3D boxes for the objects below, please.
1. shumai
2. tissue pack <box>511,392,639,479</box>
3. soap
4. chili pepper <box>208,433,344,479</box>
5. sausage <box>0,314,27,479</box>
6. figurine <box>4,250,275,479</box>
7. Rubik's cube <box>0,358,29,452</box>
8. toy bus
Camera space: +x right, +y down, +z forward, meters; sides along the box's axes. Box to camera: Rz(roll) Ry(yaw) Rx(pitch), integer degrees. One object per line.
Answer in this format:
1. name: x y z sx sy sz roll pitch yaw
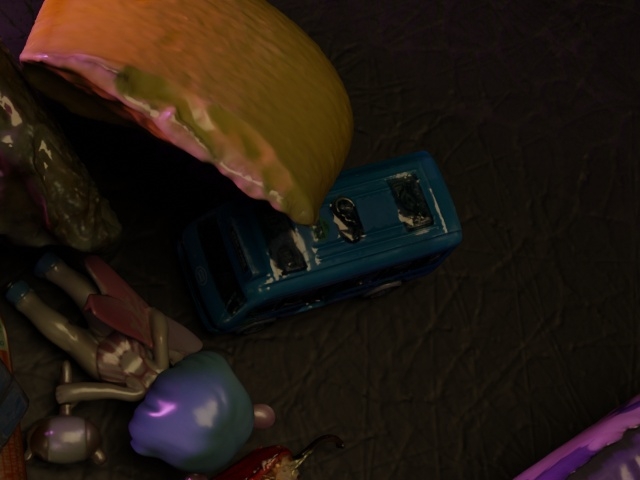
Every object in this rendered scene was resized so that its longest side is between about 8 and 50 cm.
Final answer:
1. shumai: -0.352 -0.059 1.493 0.263 0.309 0.304 -32 110 -4
2. tissue pack: 0.278 0.225 1.616 0.343 0.242 0.125 -32 82 -26
3. soap: -0.109 -0.146 1.567 0.306 0.115 0.427 29 24 -5
4. chili pepper: -0.089 0.238 1.583 0.268 0.059 0.050 -31 44 -24
5. sausage: -0.292 0.156 1.516 0.083 0.083 0.264 -3 72 -22
6. figurine: -0.180 0.122 1.554 0.260 0.103 0.205 41 61 7
7. Rubik's cube: -0.404 0.128 1.348 0.238 0.237 0.237 16 62 24
8. toy bus: 0.000 0.000 1.645 0.246 0.134 0.113 -15 78 -26
